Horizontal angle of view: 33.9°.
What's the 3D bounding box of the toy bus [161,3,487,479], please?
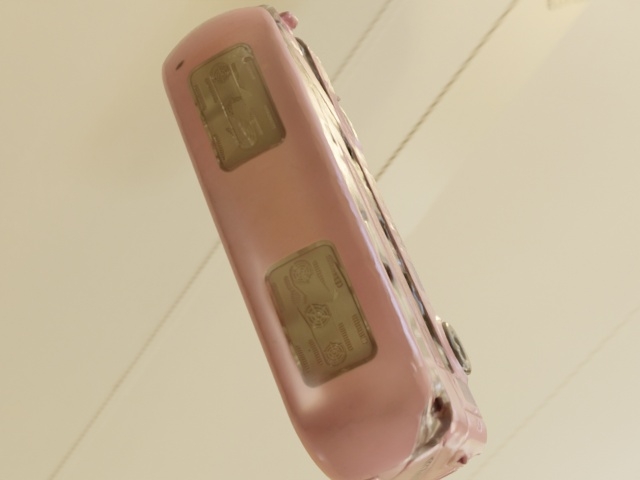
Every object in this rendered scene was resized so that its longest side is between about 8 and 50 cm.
[{"bbox_3d":[0.000,0.000,0.421,0.063,0.203,0.090,-28,-24,12],"label":"toy bus"}]
